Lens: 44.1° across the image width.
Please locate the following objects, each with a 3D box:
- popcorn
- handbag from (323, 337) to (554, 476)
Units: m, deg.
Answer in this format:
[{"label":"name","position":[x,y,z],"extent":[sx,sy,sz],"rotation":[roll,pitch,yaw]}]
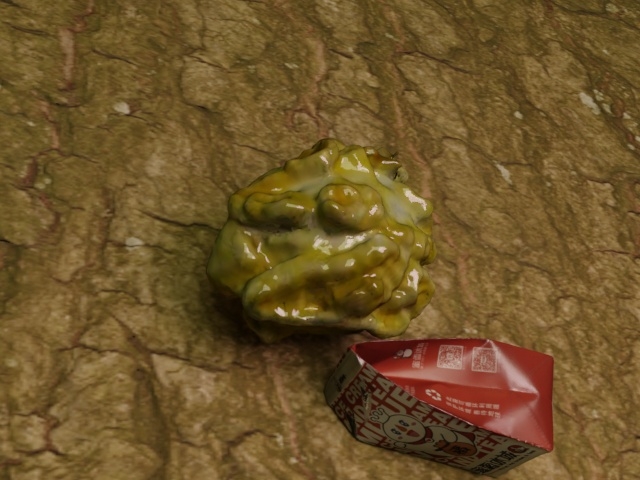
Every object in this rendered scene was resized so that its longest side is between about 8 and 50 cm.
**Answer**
[{"label":"popcorn","position":[0.002,0.003,1.091],"extent":[0.312,0.312,0.312],"rotation":[8,57,-13]},{"label":"handbag","position":[0.160,0.209,1.099],"extent":[0.298,0.171,0.151],"rotation":[19,57,-8]}]
